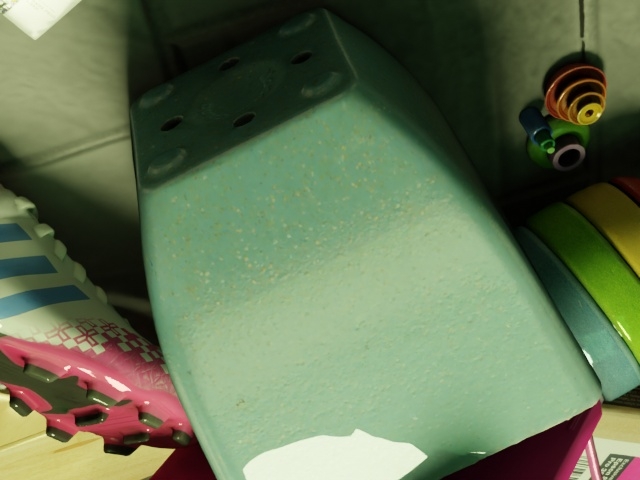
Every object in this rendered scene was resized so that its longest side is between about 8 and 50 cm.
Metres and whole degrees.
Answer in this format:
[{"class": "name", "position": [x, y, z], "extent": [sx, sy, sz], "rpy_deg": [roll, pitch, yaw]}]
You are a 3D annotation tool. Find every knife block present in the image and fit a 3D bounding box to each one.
[{"class": "knife block", "position": [-0.253, 0.171, 1.129], "extent": [0.276, 0.088, 0.242], "rpy_deg": [15, 126, -33]}]

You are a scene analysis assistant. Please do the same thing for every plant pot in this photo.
[{"class": "plant pot", "position": [0.000, 0.000, 0.961], "extent": [0.247, 0.248, 0.252], "rpy_deg": [-26, 120, 4]}]

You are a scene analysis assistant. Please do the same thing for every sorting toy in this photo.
[{"class": "sorting toy", "position": [0.183, -0.082, 1.087], "extent": [0.061, 0.042, 0.102], "rpy_deg": [-9, 135, -14]}]

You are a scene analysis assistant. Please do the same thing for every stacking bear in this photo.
[{"class": "stacking bear", "position": [0.234, 0.022, 1.129], "extent": [0.289, 0.175, 0.164], "rpy_deg": [-39, 169, 0]}]

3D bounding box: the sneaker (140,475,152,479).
[{"class": "sneaker", "position": [-0.148, 0.279, 1.272], "extent": [0.087, 0.092, 0.228], "rpy_deg": [6, 131, -29]}]

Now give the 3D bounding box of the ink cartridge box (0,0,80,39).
[{"class": "ink cartridge box", "position": [-0.152, -0.178, 0.868], "extent": [0.115, 0.029, 0.063], "rpy_deg": [-37, 134, 16]}]

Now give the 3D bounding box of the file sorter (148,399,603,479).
[{"class": "file sorter", "position": [0.044, 0.226, 1.042], "extent": [0.291, 0.202, 0.182], "rpy_deg": [2, 122, 31]}]

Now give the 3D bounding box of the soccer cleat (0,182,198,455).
[{"class": "soccer cleat", "position": [-0.194, 0.034, 0.971], "extent": [0.331, 0.143, 0.116], "rpy_deg": [31, 146, -35]}]

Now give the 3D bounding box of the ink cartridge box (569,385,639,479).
[{"class": "ink cartridge box", "position": [0.239, 0.213, 1.366], "extent": [0.193, 0.088, 0.234], "rpy_deg": [11, 127, -29]}]
